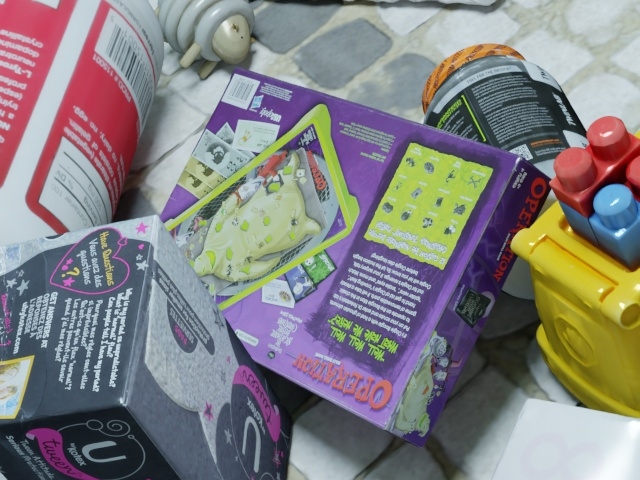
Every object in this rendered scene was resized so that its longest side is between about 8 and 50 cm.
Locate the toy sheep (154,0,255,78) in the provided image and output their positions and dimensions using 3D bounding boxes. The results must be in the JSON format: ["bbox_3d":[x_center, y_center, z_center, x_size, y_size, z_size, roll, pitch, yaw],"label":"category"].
[{"bbox_3d":[-0.109,-0.204,1.651,0.091,0.091,0.132,-40,63,-11],"label":"toy sheep"}]

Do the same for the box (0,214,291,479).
[{"bbox_3d":[-0.128,0.125,1.243,0.142,0.247,0.163,-10,48,18],"label":"box"}]

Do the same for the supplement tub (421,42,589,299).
[{"bbox_3d":[0.146,-0.057,1.359,0.117,0.117,0.190,-25,45,5],"label":"supplement tub"}]

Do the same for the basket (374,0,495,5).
[{"bbox_3d":[0.020,-0.413,1.605,0.331,0.328,0.266,7,51,33],"label":"basket"}]

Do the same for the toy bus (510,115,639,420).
[{"bbox_3d":[0.236,-0.012,1.206,0.220,0.211,0.149,-40,43,-12],"label":"toy bus"}]

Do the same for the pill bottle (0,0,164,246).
[{"bbox_3d":[-0.282,-0.042,1.489,0.229,0.229,0.408,-5,49,24],"label":"pill bottle"}]

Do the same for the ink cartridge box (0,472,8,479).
[{"bbox_3d":[-0.189,0.280,1.039,0.131,0.306,0.226,-21,45,8],"label":"ink cartridge box"}]

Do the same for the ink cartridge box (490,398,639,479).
[{"bbox_3d":[0.203,0.206,1.135,0.232,0.066,0.189,6,55,36],"label":"ink cartridge box"}]

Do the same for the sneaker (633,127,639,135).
[{"bbox_3d":[0.246,-0.054,1.368,0.043,0.040,0.109,-1,45,48],"label":"sneaker"}]

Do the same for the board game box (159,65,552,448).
[{"bbox_3d":[0.000,0.000,1.348,0.347,0.056,0.208,23,81,50],"label":"board game box"}]
